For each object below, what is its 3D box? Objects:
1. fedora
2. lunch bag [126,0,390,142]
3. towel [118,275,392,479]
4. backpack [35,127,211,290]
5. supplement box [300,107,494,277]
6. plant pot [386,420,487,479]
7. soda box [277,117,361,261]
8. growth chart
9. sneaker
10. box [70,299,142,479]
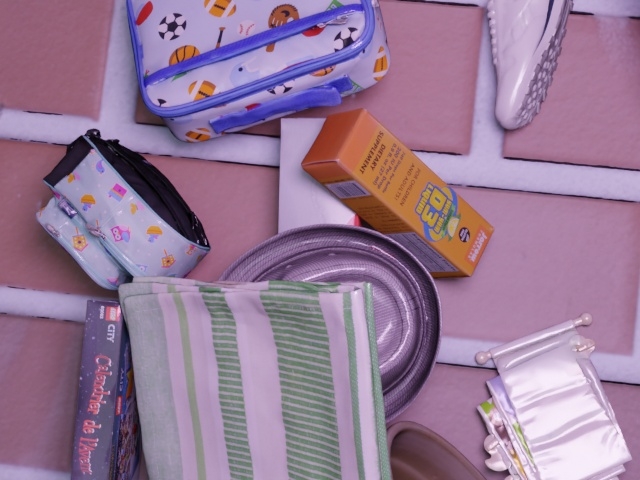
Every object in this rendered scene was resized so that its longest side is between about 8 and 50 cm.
[{"bbox_3d":[-0.002,0.101,1.194,0.275,0.124,0.244,-11,86,4],"label":"fedora"},{"bbox_3d":[-0.069,-0.249,1.286,0.303,0.115,0.243,-18,62,11],"label":"lunch bag"},{"bbox_3d":[-0.074,0.158,1.122,0.325,0.038,0.248,-2,99,37],"label":"towel"},{"bbox_3d":[-0.226,-0.019,1.290,0.188,0.166,0.144,38,90,9],"label":"backpack"},{"bbox_3d":[0.092,-0.049,1.253,0.233,0.080,0.078,39,67,-29],"label":"supplement box"},{"bbox_3d":[0.067,0.405,1.190,0.280,0.323,0.323,-37,84,16],"label":"plant pot"},{"bbox_3d":[0.000,0.000,1.310,0.098,0.091,0.286,1,86,4],"label":"soda box"},{"bbox_3d":[0.269,0.216,1.286,0.172,0.021,0.237,-16,72,5],"label":"growth chart"},{"bbox_3d":[0.242,-0.248,1.323,0.095,0.090,0.235,15,83,18],"label":"sneaker"},{"bbox_3d":[-0.241,0.186,1.279,0.044,0.159,0.233,4,86,5],"label":"box"}]
